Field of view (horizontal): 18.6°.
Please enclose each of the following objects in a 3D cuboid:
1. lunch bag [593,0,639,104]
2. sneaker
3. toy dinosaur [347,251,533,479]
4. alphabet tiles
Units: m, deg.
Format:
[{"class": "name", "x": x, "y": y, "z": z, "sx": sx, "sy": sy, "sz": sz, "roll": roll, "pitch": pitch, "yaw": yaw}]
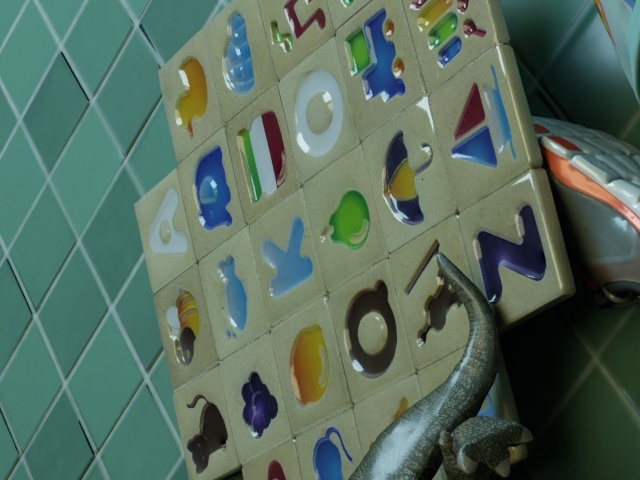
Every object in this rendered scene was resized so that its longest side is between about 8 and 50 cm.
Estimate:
[{"class": "lunch bag", "x": 0.151, "y": -0.186, "z": 0.759, "sx": 0.262, "sy": 0.160, "sz": 0.223, "roll": 91, "pitch": 161, "yaw": -55}, {"class": "sneaker", "x": 0.119, "y": -0.005, "z": 0.840, "sx": 0.158, "sy": 0.061, "sz": 0.064, "roll": 42, "pitch": 120, "yaw": 48}, {"class": "toy dinosaur", "x": 0.032, "y": 0.162, "z": 0.802, "sx": 0.160, "sy": 0.121, "sz": 0.313, "roll": -42, "pitch": 55, "yaw": 58}, {"class": "alphabet tiles", "x": 0.000, "y": 0.000, "z": 0.963, "sx": 0.342, "sy": 0.011, "sz": 0.285, "roll": -34, "pitch": 64, "yaw": 52}]
